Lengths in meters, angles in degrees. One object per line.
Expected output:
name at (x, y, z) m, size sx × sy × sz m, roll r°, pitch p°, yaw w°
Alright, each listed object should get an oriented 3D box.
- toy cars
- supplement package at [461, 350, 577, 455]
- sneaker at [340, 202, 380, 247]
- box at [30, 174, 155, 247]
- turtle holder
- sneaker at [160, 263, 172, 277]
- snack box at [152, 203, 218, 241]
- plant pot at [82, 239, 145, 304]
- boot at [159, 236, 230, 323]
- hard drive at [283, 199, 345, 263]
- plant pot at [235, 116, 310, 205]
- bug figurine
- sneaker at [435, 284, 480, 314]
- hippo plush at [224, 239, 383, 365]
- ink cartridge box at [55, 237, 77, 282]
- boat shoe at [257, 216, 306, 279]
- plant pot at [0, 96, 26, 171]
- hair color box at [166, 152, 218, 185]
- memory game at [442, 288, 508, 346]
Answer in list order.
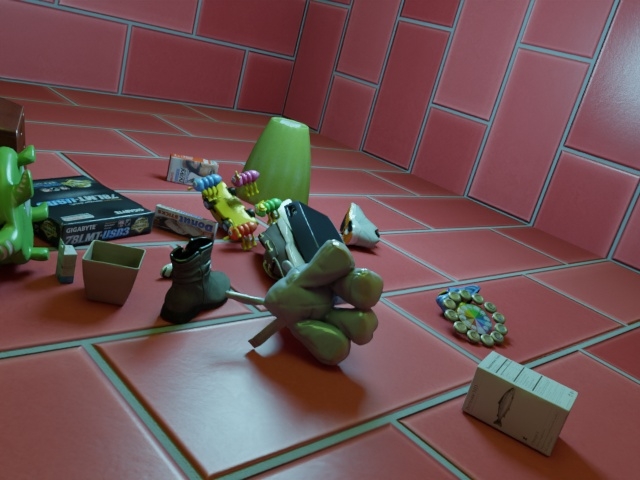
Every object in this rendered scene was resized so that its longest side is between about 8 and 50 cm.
toy cars at (-0.173, -0.052, 1.853) m, size 0.393 × 0.087 × 0.176 m, roll 15°, pitch 53°, yaw -7°
supplement package at (0.385, 0.312, 1.203) m, size 0.179 × 0.105 × 0.105 m, roll 24°, pitch 20°, yaw 26°
sneaker at (0.138, -0.039, 2.092) m, size 0.121 × 0.099 × 0.262 m, roll 20°, pitch 25°, yaw -9°
box at (-0.639, -0.082, 1.603) m, size 0.293 × 0.073 × 0.295 m, roll 23°, pitch 20°, yaw 27°
turtle holder at (-0.681, -0.038, 1.245) m, size 0.227 × 0.243 × 0.320 m, roll -7°, pitch 63°, yaw -18°
sneaker at (-0.333, 0.073, 1.446) m, size 0.037 × 0.032 × 0.083 m, roll 28°, pitch 23°, yaw 35°
snack box at (-0.373, -0.044, 1.707) m, size 0.178 × 0.064 × 0.022 m, roll 17°, pitch 16°, yaw 6°
plant pot at (-0.428, 0.071, 1.272) m, size 0.109 × 0.096 × 0.109 m, roll 12°, pitch 18°, yaw -12°
boot at (-0.248, 0.066, 1.326) m, size 0.083 × 0.161 × 0.246 m, roll 20°, pitch 19°, yaw 13°
hard drive at (0.000, 0.000, 1.707) m, size 0.172 × 0.054 × 0.255 m, roll 26°, pitch 28°, yaw -41°
plant pot at (-0.146, -0.285, 2.241) m, size 0.275 × 0.293 × 0.275 m, roll 13°, pitch 18°, yaw -4°
bug figurine at (-0.234, -0.114, 1.776) m, size 0.216 × 0.072 × 0.279 m, roll -27°, pitch 67°, yaw -31°
sneaker at (0.382, 0.151, 1.723) m, size 0.082 × 0.069 × 0.209 m, roll 35°, pitch 26°, yaw 21°
hippo plush at (-0.006, 0.139, 1.335) m, size 0.294 × 0.234 × 0.236 m, roll -27°, pitch 0°, yaw 2°
ink cartridge box at (-0.530, 0.041, 1.296) m, size 0.028 × 0.083 × 0.048 m, roll 1°, pitch 23°, yaw -36°
boat shoe at (-0.098, 0.049, 1.607) m, size 0.116 × 0.097 × 0.324 m, roll 57°, pitch 4°, yaw -31°
plant pot at (-0.808, -0.207, 1.416) m, size 0.236 × 0.267 × 0.267 m, roll 0°, pitch 31°, yaw -21°
hair color box at (-0.454, -0.244, 2.195) m, size 0.167 × 0.093 × 0.053 m, roll 8°, pitch 20°, yaw -19°
memory game at (0.399, 0.196, 1.598) m, size 0.186 × 0.012 × 0.186 m, roll 15°, pitch 40°, yaw -13°
